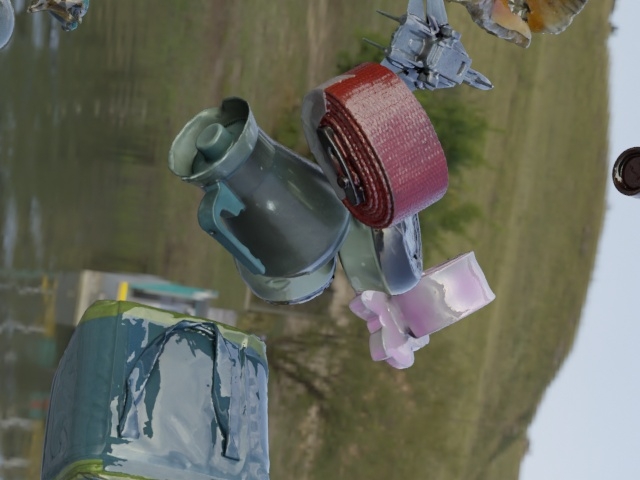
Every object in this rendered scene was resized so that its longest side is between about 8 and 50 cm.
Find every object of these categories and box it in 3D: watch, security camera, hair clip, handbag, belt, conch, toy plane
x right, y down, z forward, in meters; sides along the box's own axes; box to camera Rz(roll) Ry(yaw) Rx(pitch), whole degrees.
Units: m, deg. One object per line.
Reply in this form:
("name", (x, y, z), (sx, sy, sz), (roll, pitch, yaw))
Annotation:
("watch", (0.201, 0.103, 2.145), (0.210, 0.218, 0.248), (64, 24, 4))
("security camera", (0.000, 0.000, 1.673), (0.197, 0.277, 0.191), (-80, 157, -55))
("hair clip", (-0.395, -0.510, 1.750), (0.110, 0.096, 0.358), (-141, -124, -84))
("handbag", (-0.189, 0.227, 1.325), (0.222, 0.263, 0.241), (-51, -151, 44))
("belt", (0.060, -0.114, 1.400), (0.201, 0.124, 0.128), (61, -31, -3))
("conch", (0.309, -0.489, 1.881), (0.352, 0.297, 0.210), (31, 56, -51))
("toy plane", (0.177, -0.245, 1.577), (0.088, 0.267, 0.212), (34, -79, 45))

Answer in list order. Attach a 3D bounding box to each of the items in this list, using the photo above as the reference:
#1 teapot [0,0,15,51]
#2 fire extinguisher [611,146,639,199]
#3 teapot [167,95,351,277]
("teapot", (-0.663, -0.418, 2.085), (0.129, 0.193, 0.294), (-56, -177, -36))
("fire extinguisher", (0.738, -0.095, 2.293), (0.102, 0.344, 0.138), (-3, -101, 53))
("teapot", (-0.081, -0.056, 1.465), (0.225, 0.171, 0.203), (45, 41, -35))
